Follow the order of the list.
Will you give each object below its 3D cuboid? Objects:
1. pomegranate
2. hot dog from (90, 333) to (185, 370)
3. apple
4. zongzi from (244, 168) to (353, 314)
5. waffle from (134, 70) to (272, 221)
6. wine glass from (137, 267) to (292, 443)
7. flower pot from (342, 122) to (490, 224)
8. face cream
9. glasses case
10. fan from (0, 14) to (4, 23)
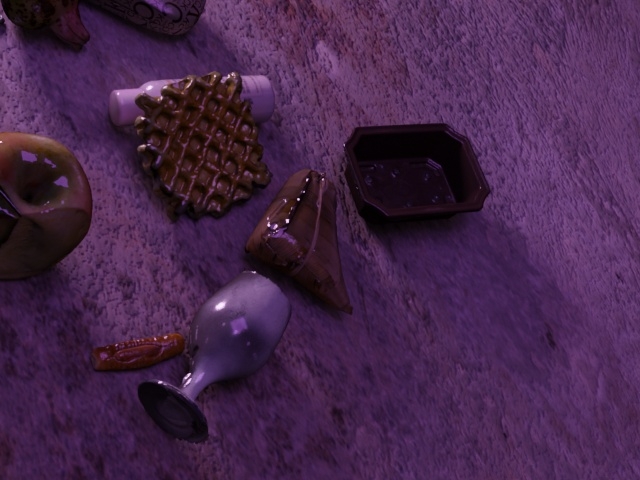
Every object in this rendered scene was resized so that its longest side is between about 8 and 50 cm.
[{"bbox_3d":[-0.424,-0.383,1.789,0.163,0.125,0.138,42,62,2],"label":"pomegranate"},{"bbox_3d":[-0.252,0.157,1.587,0.137,0.028,0.044,-6,69,-30],"label":"hot dog"},{"bbox_3d":[-0.418,-0.049,1.540,0.207,0.188,0.174,18,58,-23],"label":"apple"},{"bbox_3d":[0.000,0.000,1.770,0.197,0.099,0.194,38,51,-13],"label":"zongzi"},{"bbox_3d":[-0.187,-0.142,1.753,0.204,0.054,0.224,-22,101,-32],"label":"waffle"},{"bbox_3d":[-0.141,0.157,1.580,0.126,0.126,0.241,39,52,2],"label":"wine glass"},{"bbox_3d":[0.148,-0.100,1.909,0.250,0.084,0.179,-6,63,-27],"label":"flower pot"},{"bbox_3d":[-0.207,-0.220,1.818,0.269,0.082,0.082,-8,63,-28],"label":"face cream"},{"bbox_3d":[-0.359,-0.460,1.896,0.354,0.085,0.137,26,51,-8],"label":"glasses case"},{"bbox_3d":[-0.572,-0.308,1.729,0.152,0.008,0.226,39,45,18],"label":"fan"}]
